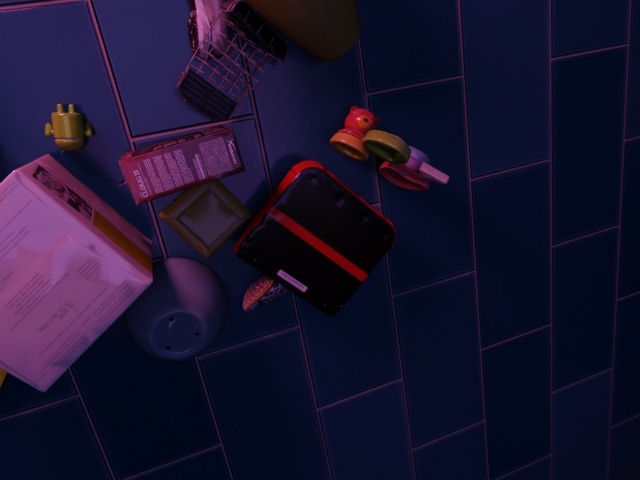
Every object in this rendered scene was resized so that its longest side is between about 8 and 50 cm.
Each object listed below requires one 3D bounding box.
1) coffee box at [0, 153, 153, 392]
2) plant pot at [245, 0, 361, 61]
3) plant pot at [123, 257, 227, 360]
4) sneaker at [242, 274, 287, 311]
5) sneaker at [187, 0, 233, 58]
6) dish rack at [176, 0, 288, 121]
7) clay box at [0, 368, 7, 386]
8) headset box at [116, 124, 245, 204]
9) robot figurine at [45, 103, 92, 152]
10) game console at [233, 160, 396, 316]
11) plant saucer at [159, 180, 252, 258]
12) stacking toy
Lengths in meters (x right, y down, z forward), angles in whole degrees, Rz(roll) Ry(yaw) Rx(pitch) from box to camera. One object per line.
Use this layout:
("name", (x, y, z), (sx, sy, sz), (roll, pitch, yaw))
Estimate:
("coffee box", (-0.628, 0.053, 1.052), (0.337, 0.334, 0.338), (-45, 116, -3))
("plant pot", (-0.031, -0.598, 1.128), (0.275, 0.275, 0.293), (-47, 130, -1))
("plant pot", (-0.388, 0.214, 1.256), (0.290, 0.195, 0.290), (-5, 107, -17))
("sneaker", (-0.143, 0.140, 1.381), (0.215, 0.084, 0.083), (-43, 119, -4))
("sneaker", (-0.269, -0.590, 1.127), (0.108, 0.100, 0.271), (-10, 115, -26))
("dish rack", (-0.222, -0.428, 1.144), (0.271, 0.074, 0.208), (-56, 146, 6))
("clay box", (-0.879, 0.320, 1.197), (0.127, 0.053, 0.222), (24, 97, -24))
("headset box", (-0.355, -0.191, 1.138), (0.293, 0.218, 0.110), (-20, 111, -13))
("robot figurine", (-0.607, -0.270, 1.111), (0.101, 0.067, 0.115), (-7, 108, -25))
("game console", (0.000, 0.000, 1.322), (0.386, 0.060, 0.342), (36, 97, -23))
("plant saucer", (-0.313, -0.065, 1.283), (0.188, 0.045, 0.188), (-44, 114, -3))
("stacking toy", (0.214, -0.266, 1.287), (0.309, 0.279, 0.130), (27, 84, -22))
